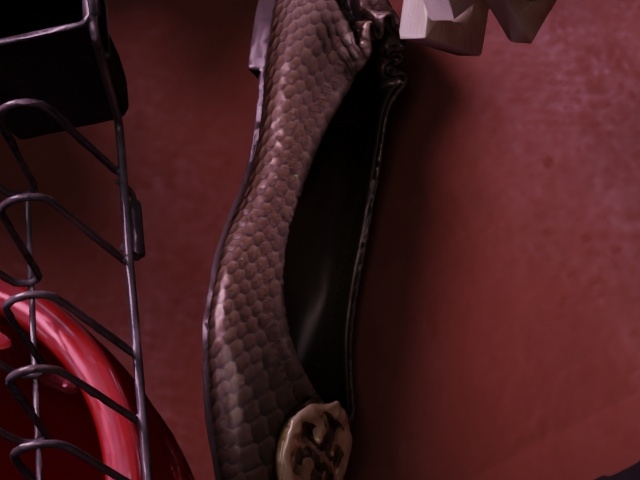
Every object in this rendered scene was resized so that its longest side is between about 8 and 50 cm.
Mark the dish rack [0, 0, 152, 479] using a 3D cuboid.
[{"bbox_3d":[-0.145,0.055,0.584,0.208,0.074,0.271,-13,63,11],"label":"dish rack"}]

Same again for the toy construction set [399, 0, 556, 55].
[{"bbox_3d":[-0.015,-0.184,0.774,0.327,0.151,0.215,23,30,35],"label":"toy construction set"}]

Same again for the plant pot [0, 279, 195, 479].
[{"bbox_3d":[-0.120,0.124,0.683,0.191,0.174,0.191,-7,64,15],"label":"plant pot"}]

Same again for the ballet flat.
[{"bbox_3d":[0.000,0.000,0.761,0.058,0.084,0.250,-4,59,18],"label":"ballet flat"}]
